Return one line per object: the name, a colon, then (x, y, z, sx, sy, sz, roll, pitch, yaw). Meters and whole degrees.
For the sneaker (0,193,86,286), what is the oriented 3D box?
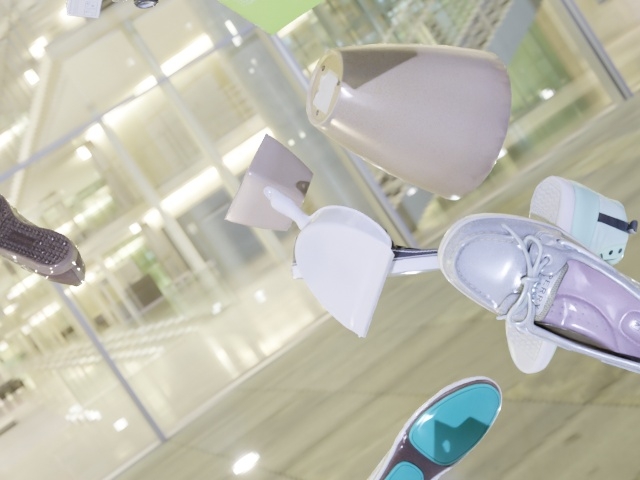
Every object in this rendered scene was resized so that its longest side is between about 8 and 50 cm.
sneaker: (-0.349, 0.005, 1.254, 0.066, 0.188, 0.071, -52, -27, -21)

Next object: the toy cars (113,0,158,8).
toy cars: (-0.287, -0.434, 1.460, 0.176, 0.393, 0.087, -61, 2, -9)

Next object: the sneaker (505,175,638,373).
sneaker: (0.336, 0.055, 1.426, 0.151, 0.256, 0.094, 11, 1, -31)

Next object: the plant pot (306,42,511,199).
plant pot: (0.126, -0.218, 1.783, 0.274, 0.257, 0.256, 11, -19, -26)

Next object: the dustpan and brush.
dustpan and brush: (0.000, 0.000, 1.297, 0.060, 0.211, 0.147, -36, -29, -45)

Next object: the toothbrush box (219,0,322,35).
toothbrush box: (-0.093, -0.305, 0.799, 0.122, 0.206, 0.283, -30, -21, 19)

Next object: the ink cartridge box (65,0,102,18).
ink cartridge box: (-0.288, -0.375, 1.360, 0.046, 0.097, 0.207, 1, -22, -17)

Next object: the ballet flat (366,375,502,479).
ballet flat: (0.185, 0.408, 2.100, 0.400, 0.139, 0.139, -50, 5, -2)

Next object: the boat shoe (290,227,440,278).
boat shoe: (0.069, 0.016, 1.605, 0.228, 0.076, 0.080, -3, -5, 11)

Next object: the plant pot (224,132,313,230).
plant pot: (-0.073, -0.078, 1.667, 0.109, 0.096, 0.109, -59, 7, 41)

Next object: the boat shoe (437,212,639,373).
boat shoe: (0.281, 0.066, 1.191, 0.118, 0.320, 0.103, -61, 6, 8)
